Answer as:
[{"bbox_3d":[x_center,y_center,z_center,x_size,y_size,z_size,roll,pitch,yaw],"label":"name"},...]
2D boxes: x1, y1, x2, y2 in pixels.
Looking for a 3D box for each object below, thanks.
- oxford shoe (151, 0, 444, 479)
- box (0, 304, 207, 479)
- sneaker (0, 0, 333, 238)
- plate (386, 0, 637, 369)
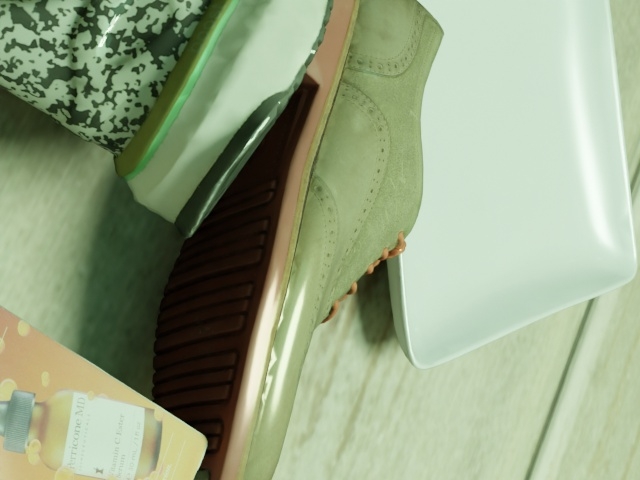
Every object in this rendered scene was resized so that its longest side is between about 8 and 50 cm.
[{"bbox_3d":[0.000,0.000,1.041,0.130,0.123,0.348,23,74,-29],"label":"oxford shoe"},{"bbox_3d":[-0.158,0.119,0.908,0.170,0.091,0.130,38,63,-43],"label":"box"},{"bbox_3d":[-0.072,-0.212,0.969,0.182,0.158,0.410,25,56,-17],"label":"sneaker"},{"bbox_3d":[0.116,-0.078,1.254,0.278,0.045,0.277,-18,103,-47],"label":"plate"}]
